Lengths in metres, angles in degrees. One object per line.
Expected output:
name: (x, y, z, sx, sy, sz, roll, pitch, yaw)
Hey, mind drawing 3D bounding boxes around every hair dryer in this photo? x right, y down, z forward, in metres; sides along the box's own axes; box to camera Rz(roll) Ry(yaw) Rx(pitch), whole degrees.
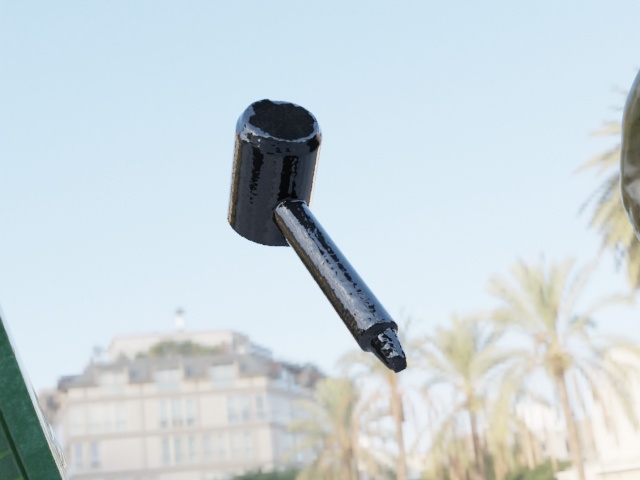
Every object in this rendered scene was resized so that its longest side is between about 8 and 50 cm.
hair dryer: (0.000, 0.001, 0.929, 0.070, 0.248, 0.114, -13, -44, -24)

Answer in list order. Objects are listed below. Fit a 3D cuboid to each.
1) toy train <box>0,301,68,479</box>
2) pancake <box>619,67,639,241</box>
toy train: (-0.298, 0.119, 0.830, 0.202, 0.120, 0.301, -28, -47, -22)
pancake: (0.373, -0.080, 0.996, 0.049, 0.294, 0.294, -1, -16, -45)
